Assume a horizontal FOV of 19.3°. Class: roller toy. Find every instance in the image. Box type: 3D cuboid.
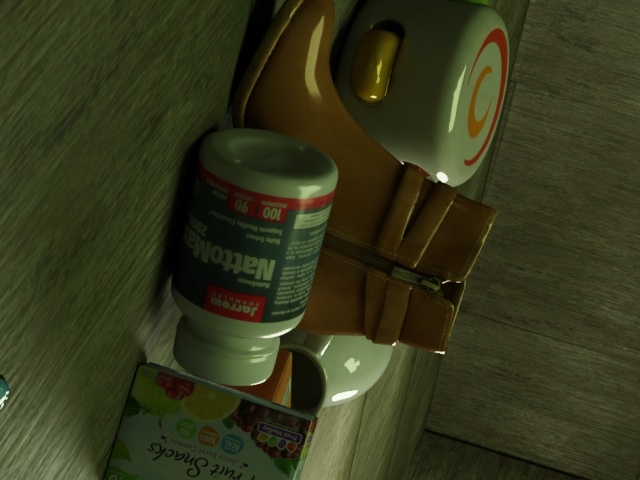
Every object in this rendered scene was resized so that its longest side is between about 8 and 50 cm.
[{"bbox_3d":[0.096,-0.156,1.918,0.209,0.146,0.191,-54,151,-47],"label":"roller toy"}]

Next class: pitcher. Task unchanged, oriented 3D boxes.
[{"bbox_3d":[0.011,0.098,1.914,0.178,0.125,0.207,-54,173,28],"label":"pitcher"}]

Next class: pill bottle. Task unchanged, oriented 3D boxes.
[{"bbox_3d":[-0.056,0.015,1.443,0.108,0.108,0.180,-52,157,-66],"label":"pill bottle"}]

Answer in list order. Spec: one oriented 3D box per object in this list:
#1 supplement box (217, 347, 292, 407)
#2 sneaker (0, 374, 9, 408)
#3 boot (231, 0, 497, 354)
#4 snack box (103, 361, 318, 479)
[{"bbox_3d":[-0.074,0.180,1.756,0.233,0.078,0.080,96,12,-55],"label":"supplement box"},{"bbox_3d":[-0.192,0.147,0.987,0.063,0.073,0.162,58,51,-78],"label":"sneaker"},{"bbox_3d":[0.035,-0.052,1.502,0.109,0.220,0.283,-39,145,-74],"label":"boot"},{"bbox_3d":[-0.084,0.162,1.447,0.037,0.141,0.100,-5,112,-81],"label":"snack box"}]
